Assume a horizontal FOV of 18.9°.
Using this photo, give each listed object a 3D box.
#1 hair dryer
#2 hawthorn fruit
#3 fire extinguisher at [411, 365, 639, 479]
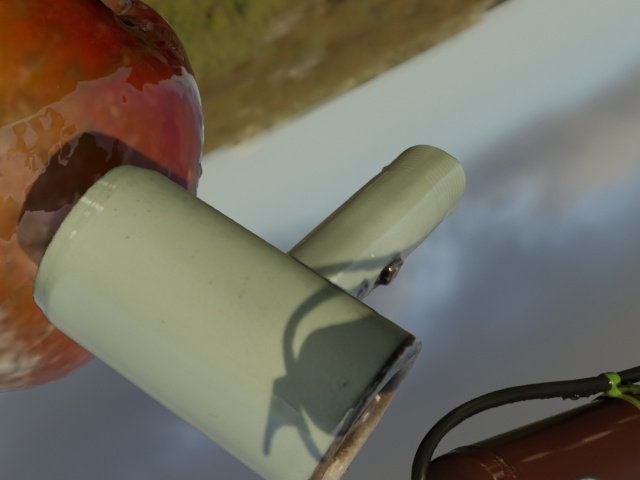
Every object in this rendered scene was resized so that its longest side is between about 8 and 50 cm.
[{"bbox_3d":[0.000,0.000,0.766,0.236,0.131,0.073,-41,162,-55],"label":"hair dryer"},{"bbox_3d":[-0.171,-0.050,0.977,0.235,0.231,0.263,18,-130,27],"label":"hawthorn fruit"},{"bbox_3d":[0.065,0.063,0.506,0.132,0.056,0.039,-12,-176,-40],"label":"fire extinguisher"}]
